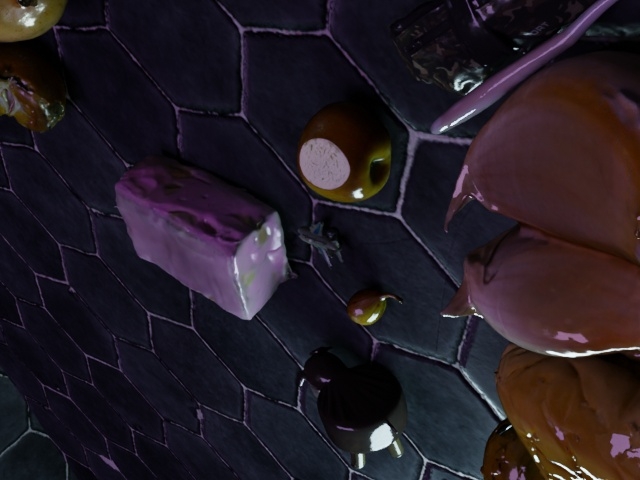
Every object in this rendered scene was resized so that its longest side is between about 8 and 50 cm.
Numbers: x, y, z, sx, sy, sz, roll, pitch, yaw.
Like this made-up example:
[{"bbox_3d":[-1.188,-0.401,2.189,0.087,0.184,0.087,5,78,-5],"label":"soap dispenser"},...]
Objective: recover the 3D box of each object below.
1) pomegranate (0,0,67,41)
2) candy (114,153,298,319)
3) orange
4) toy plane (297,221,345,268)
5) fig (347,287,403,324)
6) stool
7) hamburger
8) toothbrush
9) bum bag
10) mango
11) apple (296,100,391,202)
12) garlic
[{"bbox_3d":[-0.422,-0.353,1.396,0.191,0.191,0.191,33,147,24],"label":"pomegranate"},{"bbox_3d":[-0.170,-0.012,1.543,0.265,0.116,0.155,28,148,33],"label":"candy"},{"bbox_3d":[-0.469,-0.245,1.652,0.160,0.112,0.170,9,158,33],"label":"orange"},{"bbox_3d":[0.002,-0.002,1.411,0.083,0.033,0.080,31,148,39],"label":"toy plane"},{"bbox_3d":[0.074,0.084,1.413,0.083,0.050,0.050,-22,109,40],"label":"fig"},{"bbox_3d":[0.047,0.244,1.561,0.217,0.125,0.121,33,151,41],"label":"stool"},{"bbox_3d":[0.323,0.213,1.107,0.318,0.158,0.318,41,163,16],"label":"hamburger"},{"bbox_3d":[0.196,-0.159,0.903,0.307,0.025,0.029,-34,61,47],"label":"toothbrush"},{"bbox_3d":[0.152,-0.200,0.936,0.102,0.069,0.248,51,150,-6],"label":"bum bag"},{"bbox_3d":[0.288,0.331,1.349,0.156,0.151,0.249,-10,117,20],"label":"mango"},{"bbox_3d":[0.031,-0.099,1.191,0.102,0.099,0.114,30,121,17],"label":"apple"},{"bbox_3d":[0.248,-0.005,0.912,0.286,0.249,0.313,40,171,-22],"label":"garlic"}]
